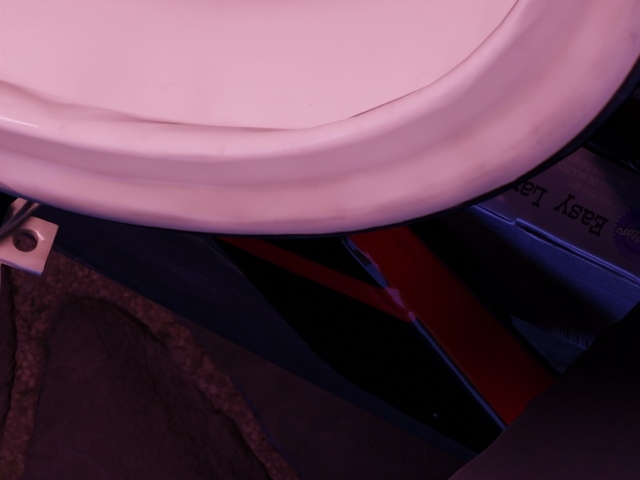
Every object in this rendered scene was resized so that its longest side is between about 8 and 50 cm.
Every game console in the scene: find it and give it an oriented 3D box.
[{"bbox_3d":[0.000,0.000,1.323,0.342,0.060,0.386,50,168,-21],"label":"game console"}]

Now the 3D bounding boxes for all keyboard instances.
[{"bbox_3d":[0.217,-0.032,1.048,0.192,0.038,0.100,28,-168,-3],"label":"keyboard"}]

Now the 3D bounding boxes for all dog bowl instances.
[{"bbox_3d":[-0.081,-0.180,0.509,0.408,0.150,0.408,18,150,11],"label":"dog bowl"}]

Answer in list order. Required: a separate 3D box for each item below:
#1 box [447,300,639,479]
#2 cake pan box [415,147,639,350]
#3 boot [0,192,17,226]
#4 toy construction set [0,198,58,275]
[{"bbox_3d":[0.366,0.252,0.810,0.472,0.297,0.480,10,134,52],"label":"box"},{"bbox_3d":[0.114,-0.015,1.264,0.267,0.070,0.246,26,171,14],"label":"cake pan box"},{"bbox_3d":[-0.146,-0.119,0.856,0.138,0.284,0.377,29,171,4],"label":"boot"},{"bbox_3d":[-0.161,-0.087,1.196,0.151,0.215,0.328,-12,166,-30],"label":"toy construction set"}]
